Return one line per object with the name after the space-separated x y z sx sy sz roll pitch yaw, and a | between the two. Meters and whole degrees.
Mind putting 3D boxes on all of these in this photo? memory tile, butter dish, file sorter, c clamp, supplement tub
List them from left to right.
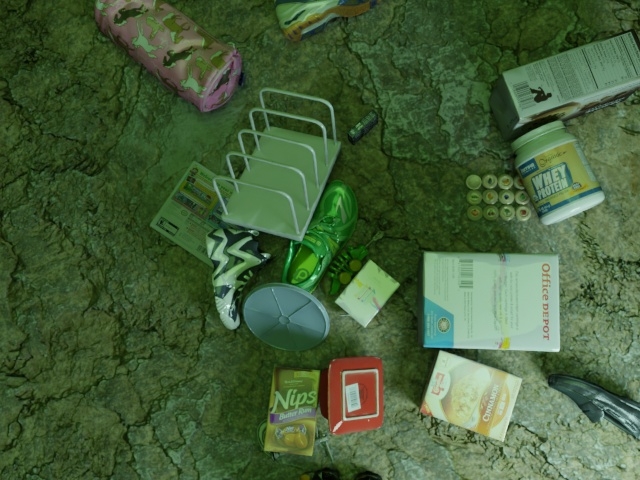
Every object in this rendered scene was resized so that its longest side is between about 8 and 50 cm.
-0.092 -0.177 1.383 0.193 0.173 0.277 15 61 13 | file sorter
-0.062 0.454 1.424 0.161 0.022 0.137 -14 82 2 | c clamp
0.052 0.337 1.390 0.160 0.118 0.160 5 81 -39 | butter dish
0.414 -0.101 1.463 0.148 0.012 0.113 0 82 5 | memory tile
0.521 -0.149 1.393 0.145 0.144 0.199 -23 81 2 | supplement tub

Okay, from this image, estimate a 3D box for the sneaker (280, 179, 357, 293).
0.000 0.000 1.429 0.110 0.123 0.295 25 84 8 | sneaker

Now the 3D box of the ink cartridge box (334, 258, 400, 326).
0.100 0.128 1.419 0.090 0.092 0.143 40 89 8 | ink cartridge box

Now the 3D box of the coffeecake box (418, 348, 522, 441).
0.327 0.337 1.383 0.186 0.068 0.142 18 85 8 | coffeecake box

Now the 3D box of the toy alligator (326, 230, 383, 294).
0.068 0.039 1.443 0.051 0.056 0.189 40 88 -21 | toy alligator

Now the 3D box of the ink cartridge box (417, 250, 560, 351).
0.349 0.132 1.343 0.270 0.197 0.198 1 82 5 | ink cartridge box

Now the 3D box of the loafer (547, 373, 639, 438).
0.595 0.354 1.353 0.223 0.076 0.078 24 77 4 | loafer

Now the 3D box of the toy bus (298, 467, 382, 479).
0.052 0.617 1.344 0.221 0.149 0.211 3 98 8 | toy bus

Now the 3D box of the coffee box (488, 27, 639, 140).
0.550 -0.343 1.407 0.297 0.168 0.118 -18 81 1 | coffee box

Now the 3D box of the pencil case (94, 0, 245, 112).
-0.365 -0.477 1.510 0.386 0.160 0.167 38 62 9 | pencil case

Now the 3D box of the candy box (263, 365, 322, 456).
-0.061 0.380 1.407 0.109 0.053 0.186 4 73 6 | candy box

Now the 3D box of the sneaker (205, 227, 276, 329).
-0.171 0.081 1.447 0.153 0.094 0.234 -10 89 -4 | sneaker

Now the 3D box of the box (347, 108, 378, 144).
0.101 -0.267 1.485 0.083 0.067 0.018 -43 81 -1 | box

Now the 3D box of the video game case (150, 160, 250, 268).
-0.272 -0.059 1.512 0.213 0.023 0.193 33 86 9 | video game case

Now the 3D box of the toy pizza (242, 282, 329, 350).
-0.077 0.169 1.410 0.202 0.032 0.201 7 127 10 | toy pizza

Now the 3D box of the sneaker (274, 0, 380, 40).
0.027 -0.603 1.516 0.297 0.112 0.130 -22 81 1 | sneaker
